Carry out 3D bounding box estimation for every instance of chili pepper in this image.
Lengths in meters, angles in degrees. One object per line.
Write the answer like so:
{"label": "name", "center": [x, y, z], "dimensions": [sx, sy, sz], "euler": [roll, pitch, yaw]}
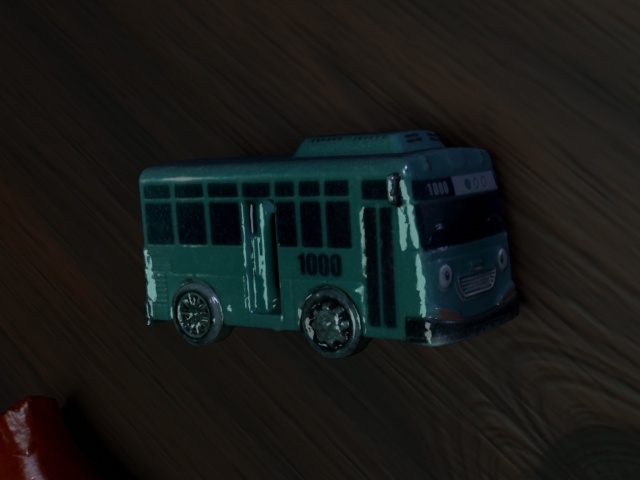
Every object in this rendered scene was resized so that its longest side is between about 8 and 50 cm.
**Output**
{"label": "chili pepper", "center": [-0.191, 0.297, 0.934], "dimensions": [0.338, 0.131, 0.134], "euler": [41, 129, 20]}

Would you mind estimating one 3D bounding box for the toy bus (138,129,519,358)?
{"label": "toy bus", "center": [0.000, 0.000, 0.740], "dimensions": [0.256, 0.128, 0.147], "euler": [0, 98, 37]}
